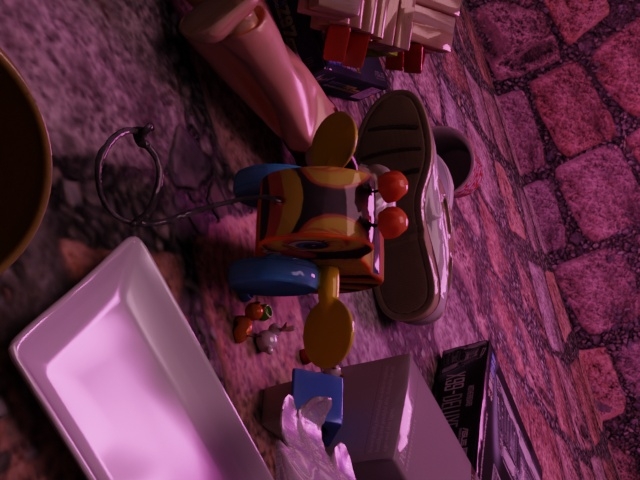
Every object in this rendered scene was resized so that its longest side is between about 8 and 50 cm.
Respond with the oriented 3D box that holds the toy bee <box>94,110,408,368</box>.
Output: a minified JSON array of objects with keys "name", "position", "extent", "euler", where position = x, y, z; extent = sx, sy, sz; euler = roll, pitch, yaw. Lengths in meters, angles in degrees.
[{"name":"toy bee","position":[0.000,0.000,0.583],"extent":[0.298,0.162,0.195],"euler":[-19,104,-65]}]

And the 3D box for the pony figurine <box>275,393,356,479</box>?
[{"name":"pony figurine","position":[0.100,0.286,0.458],"extent":[0.351,0.363,0.303],"euler":[-95,168,-52]}]

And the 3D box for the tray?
[{"name":"tray","position":[-0.093,0.143,0.488],"extent":[0.270,0.030,0.145],"euler":[65,24,-17]}]

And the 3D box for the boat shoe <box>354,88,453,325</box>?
[{"name":"boat shoe","position":[0.110,-0.040,1.005],"extent":[0.103,0.113,0.302],"euler":[25,61,-62]}]

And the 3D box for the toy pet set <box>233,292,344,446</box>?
[{"name":"toy pet set","position":[-0.014,0.105,0.652],"extent":[0.122,0.065,0.114],"euler":[50,31,-41]}]

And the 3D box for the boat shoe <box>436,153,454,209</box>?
[{"name":"boat shoe","position":[0.146,-0.059,1.126],"extent":[0.081,0.079,0.228],"euler":[54,31,-45]}]

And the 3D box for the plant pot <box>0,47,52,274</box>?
[{"name":"plant pot","position":[-0.185,-0.049,0.322],"extent":[0.134,0.134,0.095],"euler":[55,0,-36]}]

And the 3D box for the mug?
[{"name":"mug","position":[0.211,-0.140,1.301],"extent":[0.169,0.113,0.150],"euler":[4,71,-69]}]

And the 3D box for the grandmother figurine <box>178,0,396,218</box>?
[{"name":"grandmother figurine","position":[-0.017,-0.119,0.779],"extent":[0.208,0.104,0.342],"euler":[-91,155,-43]}]

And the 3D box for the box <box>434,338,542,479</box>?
[{"name":"box","position":[0.218,0.314,1.012],"extent":[0.243,0.076,0.307],"euler":[65,23,-16]}]

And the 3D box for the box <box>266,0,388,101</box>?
[{"name":"box","position":[0.002,-0.279,0.985],"extent":[0.232,0.059,0.184],"euler":[-10,81,-67]}]

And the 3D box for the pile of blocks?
[{"name":"pile of blocks","position":[0.025,-0.232,0.802],"extent":[0.362,0.148,0.113],"euler":[-1,99,-63]}]

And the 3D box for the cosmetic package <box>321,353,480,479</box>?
[{"name":"cosmetic package","position":[0.079,0.234,0.722],"extent":[0.238,0.107,0.127],"euler":[62,27,-31]}]
